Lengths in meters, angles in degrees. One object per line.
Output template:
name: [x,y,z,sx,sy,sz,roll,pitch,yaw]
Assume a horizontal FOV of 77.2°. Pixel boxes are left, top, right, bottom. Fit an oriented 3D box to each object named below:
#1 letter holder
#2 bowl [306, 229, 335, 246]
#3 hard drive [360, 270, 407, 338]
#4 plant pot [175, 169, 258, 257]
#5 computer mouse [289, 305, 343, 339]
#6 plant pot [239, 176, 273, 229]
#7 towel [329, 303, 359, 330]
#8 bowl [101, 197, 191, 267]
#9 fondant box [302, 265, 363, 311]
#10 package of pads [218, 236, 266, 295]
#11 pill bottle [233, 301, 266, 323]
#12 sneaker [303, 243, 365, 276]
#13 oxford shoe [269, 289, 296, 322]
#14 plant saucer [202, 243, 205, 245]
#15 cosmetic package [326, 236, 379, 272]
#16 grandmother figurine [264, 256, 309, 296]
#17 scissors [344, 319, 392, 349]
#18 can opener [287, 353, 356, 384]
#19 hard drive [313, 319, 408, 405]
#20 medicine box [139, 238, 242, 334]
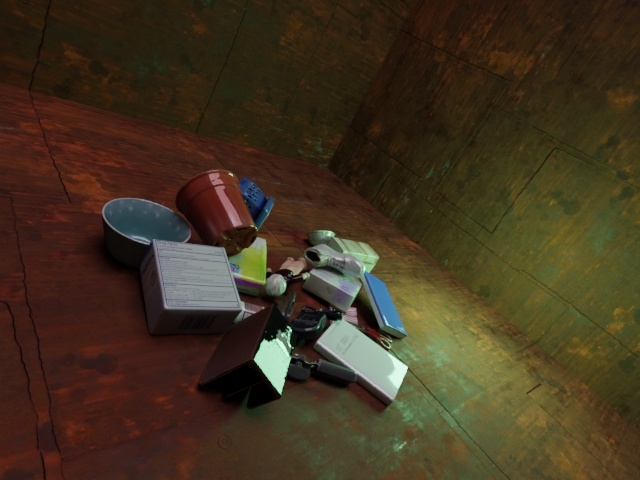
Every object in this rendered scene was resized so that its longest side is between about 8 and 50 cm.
letter holder: [-0.223,0.374,1.271,0.151,0.215,0.301,58,16,-16]
bowl: [0.000,0.000,2.350,0.170,0.170,0.080,12,72,-36]
hard drive: [0.307,0.314,1.977,0.210,0.040,0.318,33,29,-43]
plant pot: [-0.393,-0.092,1.594,0.273,0.272,0.265,-1,50,-51]
computer mouse: [-0.033,0.340,1.610,0.189,0.072,0.272,6,11,21]
plant pot: [-0.383,-0.159,2.081,0.212,0.236,0.236,33,21,-12]
towel: [0.108,0.350,1.840,0.144,0.029,0.197,24,23,-12]
bowl: [-0.662,-0.009,1.499,0.312,0.163,0.311,24,23,-11]
fondant box: [0.082,0.204,1.991,0.239,0.096,0.330,29,20,10]
package of pads: [-0.342,0.084,1.705,0.229,0.101,0.296,17,37,-22]
pill bottle: [-0.269,0.273,1.474,0.152,0.086,0.086,20,24,-23]
sneaker: [0.058,0.108,1.928,0.293,0.107,0.169,22,17,26]
oxford shoe: [-0.156,0.259,1.650,0.096,0.082,0.227,18,19,-2]
plant saucer: [-0.411,0.016,1.904,0.259,0.047,0.259,23,22,-15]
cosmetic package: [0.179,0.086,2.353,0.296,0.129,0.153,9,31,-40]
grandmother figurine: [-0.153,0.160,1.793,0.208,0.103,0.342,-7,12,18]
scissors: [0.207,0.402,1.818,0.297,0.021,0.109,33,26,-10]
can opener: [-0.007,0.467,1.424,0.281,0.074,0.093,20,59,-18]
hard drive: [0.166,0.470,1.610,0.353,0.047,0.233,34,28,13]
medicine box: [-0.443,0.157,1.361,0.264,0.149,0.289,9,41,-40]
